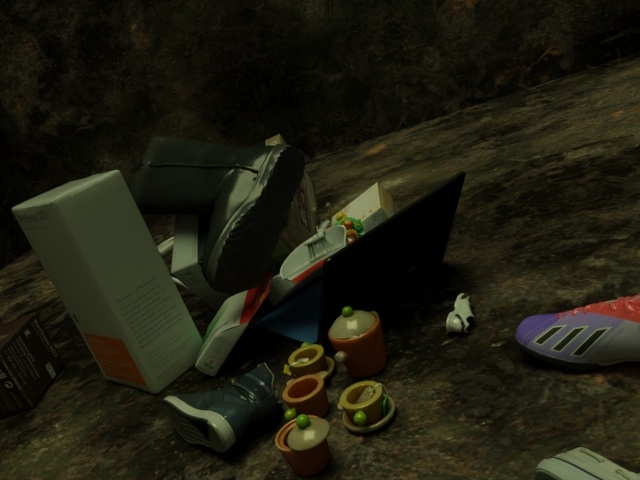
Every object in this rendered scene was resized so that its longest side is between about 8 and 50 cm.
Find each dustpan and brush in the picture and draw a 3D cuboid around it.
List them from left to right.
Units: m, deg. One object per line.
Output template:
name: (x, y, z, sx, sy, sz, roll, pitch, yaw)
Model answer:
dustpan and brush: (0.000, 0.000, 1.180, 0.147, 0.060, 0.211, -28, 2, 18)

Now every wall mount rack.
wall mount rack: (-0.473, 0.087, 1.862, 0.304, 0.130, 0.350, -16, 18, 29)

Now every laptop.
laptop: (0.066, 0.034, 1.274, 0.382, 0.408, 0.236, -32, 55, -30)

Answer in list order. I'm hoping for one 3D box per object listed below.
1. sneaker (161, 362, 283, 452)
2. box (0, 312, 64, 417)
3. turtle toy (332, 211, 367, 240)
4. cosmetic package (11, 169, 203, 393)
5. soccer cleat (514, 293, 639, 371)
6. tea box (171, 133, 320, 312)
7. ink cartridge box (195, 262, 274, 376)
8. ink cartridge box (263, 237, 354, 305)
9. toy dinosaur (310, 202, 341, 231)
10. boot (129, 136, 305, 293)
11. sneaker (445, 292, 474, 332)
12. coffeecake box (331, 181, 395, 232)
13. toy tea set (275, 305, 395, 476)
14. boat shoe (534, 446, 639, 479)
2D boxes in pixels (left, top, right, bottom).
sneaker: (-0.167, 0.282, 1.039, 0.163, 0.086, 0.226, -33, 20, -37)
box: (-0.781, 0.316, 1.467, 0.167, 0.168, 0.203, -20, 19, 5)
turtle toy: (0.058, 0.000, 1.428, 0.130, 0.095, 0.066, -53, 18, 1)
cosmetic package: (-0.452, 0.093, 1.292, 0.230, 0.453, 0.161, -3, 25, 44)
soccer cleat: (0.418, 0.117, 0.822, 0.318, 0.116, 0.108, 0, 27, 46)
tea box: (-0.183, -0.042, 1.528, 0.323, 0.220, 0.329, -21, 48, 16)
ink cartridge box: (-0.183, 0.155, 1.277, 0.225, 0.056, 0.181, -58, 11, 15)
ink cartridge box: (-0.007, 0.042, 1.264, 0.189, 0.066, 0.232, -32, -10, -32)
toy dinosaur: (0.011, -0.049, 1.513, 0.053, 0.093, 0.183, -3, 43, 15)
boot: (-0.293, -0.077, 1.364, 0.445, 0.146, 0.367, 10, 60, 32)
sneaker: (0.262, 0.135, 1.081, 0.043, 0.040, 0.109, 8, 33, 25)
coffeecake box: (0.101, -0.046, 1.545, 0.185, 0.068, 0.142, -37, 24, 22)
toy tea set: (0.014, 0.218, 0.961, 0.200, 0.124, 0.336, -18, 18, 8)
boat shoe: (0.313, 0.261, 0.582, 0.075, 0.083, 0.226, -28, 19, -17)
